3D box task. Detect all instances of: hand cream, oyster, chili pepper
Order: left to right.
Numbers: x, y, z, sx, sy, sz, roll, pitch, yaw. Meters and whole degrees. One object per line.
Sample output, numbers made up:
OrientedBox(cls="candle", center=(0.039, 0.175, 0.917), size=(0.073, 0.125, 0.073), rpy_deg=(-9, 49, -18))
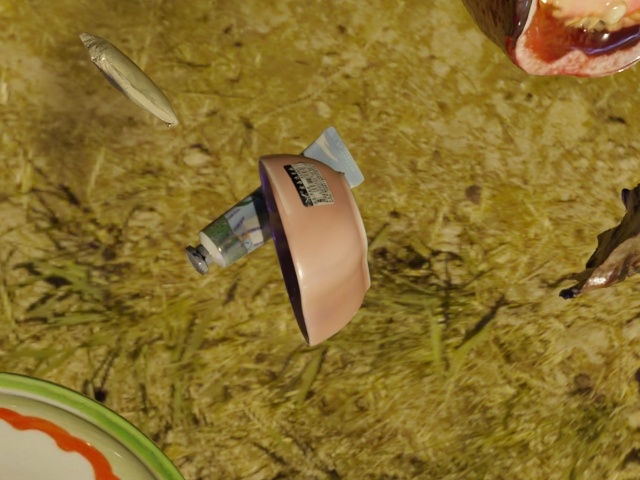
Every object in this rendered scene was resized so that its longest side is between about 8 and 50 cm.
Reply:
OrientedBox(cls="hand cream", center=(-0.063, -0.049, 1.195), size=(0.271, 0.058, 0.091), rpy_deg=(-36, 100, -19))
OrientedBox(cls="chili pepper", center=(0.245, -0.346, 0.955), size=(0.305, 0.229, 0.251), rpy_deg=(62, 141, 39))
OrientedBox(cls="oyster", center=(0.445, -0.047, 1.112), size=(0.096, 0.221, 0.361), rpy_deg=(35, 133, -3))

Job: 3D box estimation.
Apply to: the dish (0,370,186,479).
OrientedBox(cls="dish", center=(-0.226, 0.239, 0.593), size=(0.324, 0.124, 0.324), rpy_deg=(0, 90, -9))

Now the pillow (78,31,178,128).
OrientedBox(cls="pillow", center=(-0.338, -0.284, 1.570), size=(0.053, 0.208, 0.119), rpy_deg=(-42, 36, 7))

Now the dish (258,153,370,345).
OrientedBox(cls="dish", center=(0.000, 0.000, 0.979), size=(0.090, 0.213, 0.213), rpy_deg=(-15, 82, -7))
